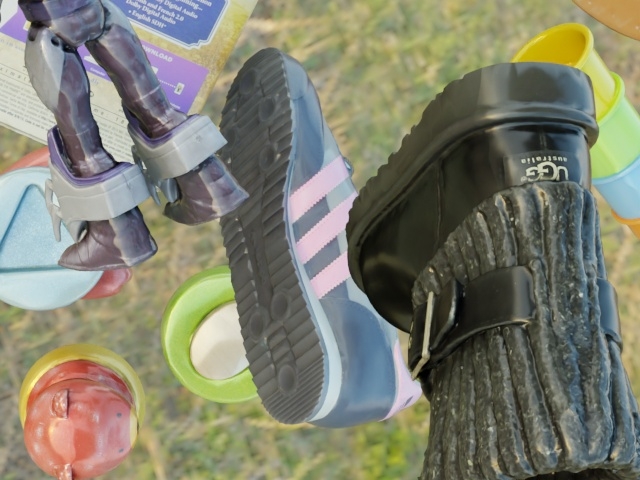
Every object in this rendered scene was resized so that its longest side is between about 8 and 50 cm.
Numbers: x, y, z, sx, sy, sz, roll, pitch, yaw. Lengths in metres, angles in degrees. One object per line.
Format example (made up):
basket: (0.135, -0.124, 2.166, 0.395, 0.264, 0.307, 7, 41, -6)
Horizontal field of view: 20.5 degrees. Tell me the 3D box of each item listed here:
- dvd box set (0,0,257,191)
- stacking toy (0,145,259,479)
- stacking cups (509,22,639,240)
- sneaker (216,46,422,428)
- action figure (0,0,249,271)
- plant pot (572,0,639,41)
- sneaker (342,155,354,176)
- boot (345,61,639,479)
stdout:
dvd box set: (-0.171, -0.278, 1.356, 0.307, 0.420, 0.062, 22, 20, -16)
stacking toy: (-0.171, 0.058, 1.610, 0.130, 0.279, 0.309, -98, 174, -80)
stacking cups: (0.293, -0.067, 1.708, 0.316, 0.096, 0.096, 49, 43, -33)
sneaker: (0.000, 0.000, 1.419, 0.131, 0.112, 0.319, 9, 64, -38)
action figure: (-0.152, -0.125, 1.072, 0.185, 0.099, 0.285, -32, 113, -30)
plant pot: (0.219, -0.209, 0.834, 0.203, 0.291, 0.291, -23, 91, -35)
sneaker: (-0.023, -0.071, 1.529, 0.040, 0.109, 0.044, 20, 90, -78)
boot: (0.102, 0.070, 1.132, 0.131, 0.348, 0.260, -3, 70, -8)
